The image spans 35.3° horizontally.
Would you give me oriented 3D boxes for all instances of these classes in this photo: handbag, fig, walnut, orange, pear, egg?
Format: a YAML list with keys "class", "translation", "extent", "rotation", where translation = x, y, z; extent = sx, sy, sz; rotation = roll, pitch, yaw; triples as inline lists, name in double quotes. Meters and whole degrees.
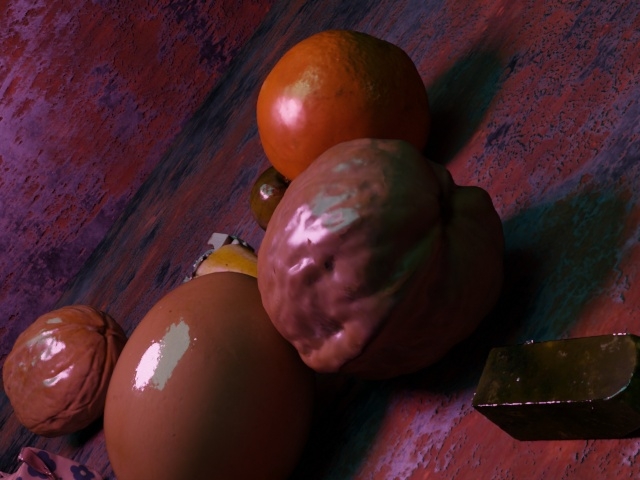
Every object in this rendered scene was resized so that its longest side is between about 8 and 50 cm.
- class: "handbag"
  translation: [-0.565, 0.548, 1.991]
  extent: [0.190, 0.193, 0.251]
  rotation: [-36, 28, 28]
- class: "fig"
  translation: [-0.072, -0.066, 2.077]
  extent: [0.127, 0.185, 0.133]
  rotation: [6, 46, 21]
- class: "walnut"
  translation: [0.067, 0.034, 1.335]
  extent: [0.344, 0.306, 0.306]
  rotation: [-43, 23, 40]
- class: "walnut"
  translation: [-0.590, 0.299, 2.328]
  extent: [0.313, 0.277, 0.252]
  rotation: [-38, -13, 22]
- class: "orange"
  translation: [0.042, -0.219, 1.760]
  extent: [0.312, 0.312, 0.312]
  rotation: [-43, 24, 24]
- class: "pear"
  translation: [-0.101, 0.146, 1.679]
  extent: [0.178, 0.267, 0.267]
  rotation: [12, 64, 34]
- class: "egg"
  translation: [-0.155, 0.231, 1.470]
  extent: [0.374, 0.301, 0.301]
  rotation: [-68, 22, -2]

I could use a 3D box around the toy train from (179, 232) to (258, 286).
- class: "toy train"
  translation: [-0.223, 0.140, 2.010]
  extent: [0.159, 0.129, 0.326]
  rotation: [5, 60, 59]

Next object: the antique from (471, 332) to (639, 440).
- class: "antique"
  translation: [0.267, 0.155, 1.048]
  extent: [0.221, 0.080, 0.081]
  rotation: [-15, 44, 56]
